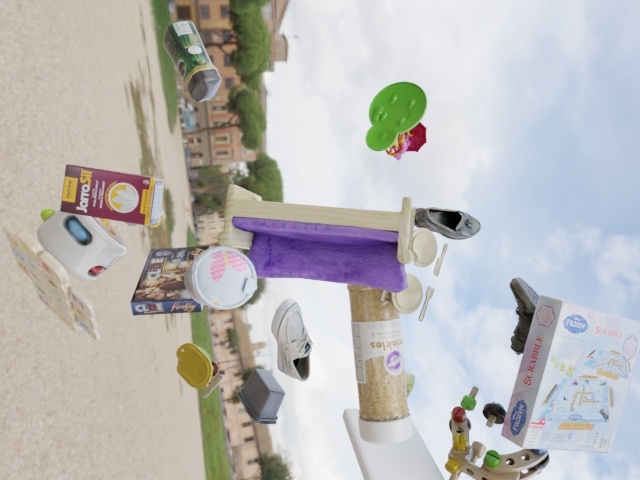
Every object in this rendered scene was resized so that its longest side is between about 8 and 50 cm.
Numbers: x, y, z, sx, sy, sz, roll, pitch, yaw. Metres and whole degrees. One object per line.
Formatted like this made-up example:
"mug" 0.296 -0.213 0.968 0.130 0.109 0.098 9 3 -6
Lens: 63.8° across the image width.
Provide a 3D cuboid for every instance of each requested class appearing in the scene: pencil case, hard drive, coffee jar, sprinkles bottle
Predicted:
"pencil case" -0.204 0.079 1.024 0.114 0.124 0.273 -59 -169 -14
"hard drive" 0.188 0.554 1.351 0.307 0.202 0.040 -120 -140 -70
"coffee jar" -0.318 -0.444 1.281 0.096 0.079 0.185 -39 -104 54
"sprinkles bottle" 0.133 0.268 1.173 0.121 0.121 0.356 157 -72 -76

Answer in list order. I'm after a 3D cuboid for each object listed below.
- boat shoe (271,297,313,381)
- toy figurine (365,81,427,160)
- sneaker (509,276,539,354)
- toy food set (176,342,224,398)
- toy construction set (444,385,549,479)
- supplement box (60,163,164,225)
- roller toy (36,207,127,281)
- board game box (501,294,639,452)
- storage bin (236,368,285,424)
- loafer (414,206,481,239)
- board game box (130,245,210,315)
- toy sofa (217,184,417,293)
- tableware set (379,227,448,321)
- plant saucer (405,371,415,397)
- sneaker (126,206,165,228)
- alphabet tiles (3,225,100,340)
"boat shoe" -0.063 0.260 1.297 0.088 0.096 0.268 26 -49 28
"toy figurine" 0.183 -0.239 1.159 0.173 0.130 0.159 -62 149 -8
"sneaker" 0.514 0.208 1.298 0.228 0.130 0.087 58 31 -4
"toy food set" -0.433 0.465 1.871 0.217 0.128 0.071 39 10 24
"toy construction set" 0.389 0.577 1.274 0.257 0.237 0.309 32 -38 14
"supplement box" -0.444 -0.098 1.105 0.081 0.188 0.104 -116 -145 -84
"roller toy" -0.600 -0.003 1.317 0.191 0.146 0.209 40 -11 47
"board game box" 0.573 0.306 1.150 0.066 0.318 0.318 17 -89 61
"storage bin" -0.150 0.419 1.400 0.135 0.098 0.091 41 -74 50
"loafer" 0.432 -0.060 1.706 0.084 0.267 0.096 152 -57 -64
"board game box" -0.376 0.097 1.321 0.243 0.164 0.042 -100 -172 -59
"toy sofa" 0.000 0.000 0.980 0.150 0.362 0.177 17 79 -76
"tableware set" 0.197 0.065 1.117 0.039 0.128 0.194 -2 -118 60
"plant saucer" 0.207 0.511 1.680 0.037 0.241 0.241 47 -14 -3
"sneaker" -0.585 -0.075 1.700 0.225 0.088 0.093 -15 -70 53
"alphabet tiles" -0.584 0.099 1.113 0.278 0.021 0.284 39 -36 12
